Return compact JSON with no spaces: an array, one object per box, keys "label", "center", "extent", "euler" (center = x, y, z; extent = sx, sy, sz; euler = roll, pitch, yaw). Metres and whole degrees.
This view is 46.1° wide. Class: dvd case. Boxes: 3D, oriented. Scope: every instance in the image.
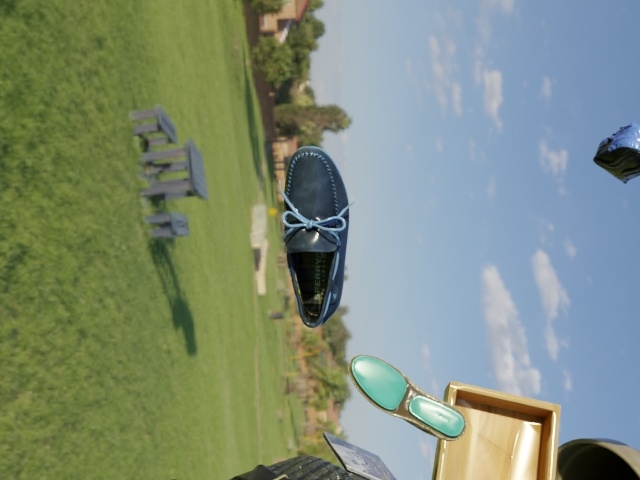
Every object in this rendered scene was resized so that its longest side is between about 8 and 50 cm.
[{"label":"dvd case","center":[0.100,0.523,1.760],"extent":[0.018,0.164,0.221],"euler":[-62,-164,1]}]

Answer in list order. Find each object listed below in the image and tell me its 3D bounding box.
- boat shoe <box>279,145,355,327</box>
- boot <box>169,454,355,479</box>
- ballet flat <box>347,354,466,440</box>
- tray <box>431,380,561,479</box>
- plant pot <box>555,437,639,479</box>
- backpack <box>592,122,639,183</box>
[{"label":"boat shoe","center":[0.000,0.000,1.055],"extent":[0.089,0.109,0.258],"euler":[-62,144,-69]},{"label":"boot","center":[-0.035,0.376,0.884],"extent":[0.348,0.260,0.131],"euler":[36,-67,49]},{"label":"ballet flat","center":[0.130,0.253,1.185],"extent":[0.073,0.206,0.067],"euler":[-53,170,-18]},{"label":"tray","center":[0.291,0.471,1.307],"extent":[0.076,0.202,0.411],"euler":[95,8,-65]},{"label":"plant pot","center":[0.690,0.587,1.636],"extent":[0.323,0.280,0.323],"euler":[-13,-104,60]},{"label":"backpack","center":[0.638,-0.190,1.547],"extent":[0.101,0.098,0.120],"euler":[-65,-171,-13]}]
